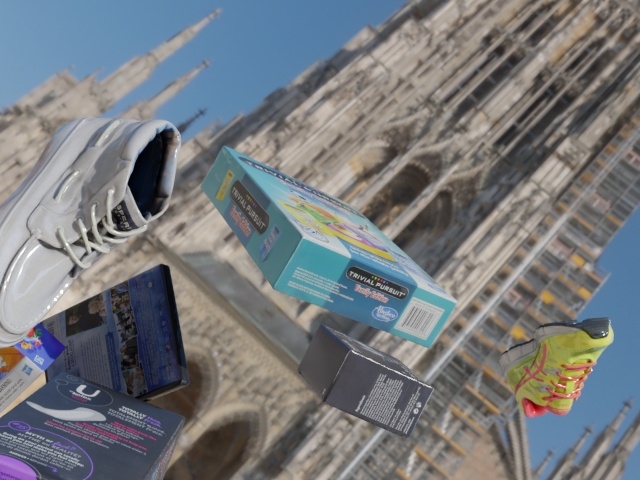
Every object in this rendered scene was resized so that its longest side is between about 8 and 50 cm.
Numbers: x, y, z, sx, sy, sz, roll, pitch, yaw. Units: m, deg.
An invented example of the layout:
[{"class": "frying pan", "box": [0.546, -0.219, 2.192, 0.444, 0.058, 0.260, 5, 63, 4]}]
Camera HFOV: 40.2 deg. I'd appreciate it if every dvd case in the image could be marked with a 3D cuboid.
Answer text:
[{"class": "dvd case", "box": [-0.304, 0.161, 1.265, 0.022, 0.253, 0.180, 22, 49, -57]}]

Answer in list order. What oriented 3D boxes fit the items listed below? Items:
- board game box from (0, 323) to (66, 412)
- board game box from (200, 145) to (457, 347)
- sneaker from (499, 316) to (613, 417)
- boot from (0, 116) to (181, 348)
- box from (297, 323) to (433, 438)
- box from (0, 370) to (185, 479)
[{"class": "board game box", "box": [-0.556, 0.186, 1.204, 0.233, 0.347, 0.078, 45, 19, -8]}, {"class": "board game box", "box": [0.000, 0.000, 1.213, 0.254, 0.079, 0.336, 23, 13, -31]}, {"class": "sneaker", "box": [0.279, 0.150, 1.006, 0.208, 0.082, 0.094, 113, -29, -64]}, {"class": "boot", "box": [-0.218, -0.017, 0.797, 0.123, 0.258, 0.095, -1, -36, 27]}, {"class": "box", "box": [0.067, 0.217, 1.369, 0.158, 0.093, 0.156, 26, 1, -19]}, {"class": "box", "box": [-0.265, 0.261, 0.922, 0.165, 0.143, 0.270, 21, 8, 1]}]
